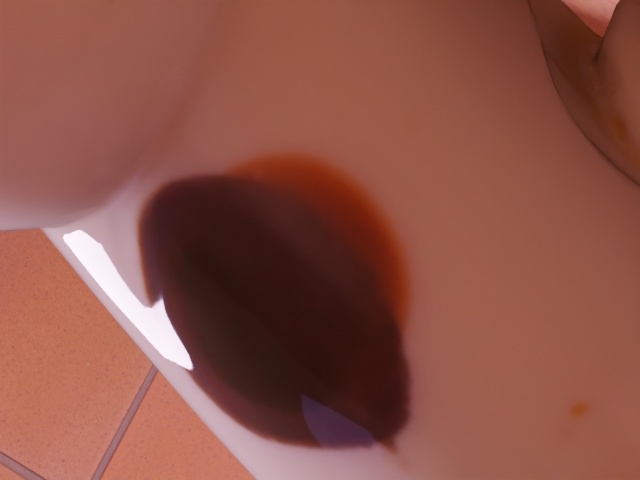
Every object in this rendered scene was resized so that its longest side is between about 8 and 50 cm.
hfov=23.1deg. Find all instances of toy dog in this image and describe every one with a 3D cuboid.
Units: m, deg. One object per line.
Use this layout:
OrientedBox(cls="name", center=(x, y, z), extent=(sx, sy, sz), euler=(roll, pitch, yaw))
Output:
OrientedBox(cls="toy dog", center=(-0.034, -0.036, 0.601), extent=(0.408, 0.395, 0.284), euler=(33, 136, -15))
